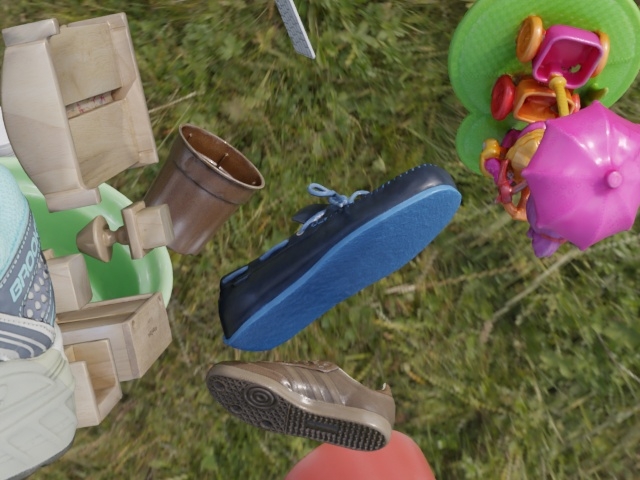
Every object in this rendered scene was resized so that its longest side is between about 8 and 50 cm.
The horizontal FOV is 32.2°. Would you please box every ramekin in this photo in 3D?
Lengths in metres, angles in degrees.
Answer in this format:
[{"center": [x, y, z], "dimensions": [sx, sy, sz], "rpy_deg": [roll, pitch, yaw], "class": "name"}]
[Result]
[{"center": [-0.342, 0.057, 1.312], "dimensions": [0.303, 0.303, 0.148], "rpy_deg": [26, 128, -7], "class": "ramekin"}]

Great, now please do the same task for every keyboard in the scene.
[{"center": [-0.066, -0.362, 1.479], "dimensions": [0.014, 0.072, 0.256], "rpy_deg": [-27, 115, -6], "class": "keyboard"}]

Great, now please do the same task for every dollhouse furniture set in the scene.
[{"center": [-0.249, -0.058, 0.859], "dimensions": [0.173, 0.303, 0.356], "rpy_deg": [-10, 101, 8], "class": "dollhouse furniture set"}]

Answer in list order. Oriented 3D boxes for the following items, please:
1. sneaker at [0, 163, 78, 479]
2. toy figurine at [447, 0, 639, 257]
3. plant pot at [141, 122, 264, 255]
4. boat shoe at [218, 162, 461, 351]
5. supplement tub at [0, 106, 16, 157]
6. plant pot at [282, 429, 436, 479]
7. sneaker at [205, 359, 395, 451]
[{"center": [-0.183, 0.037, 0.326], "dimensions": [0.110, 0.283, 0.122], "rpy_deg": [3, 102, 20], "class": "sneaker"}, {"center": [0.143, -0.054, 0.692], "dimensions": [0.130, 0.159, 0.173], "rpy_deg": [11, 134, -11], "class": "toy figurine"}, {"center": [-0.204, -0.074, 1.796], "dimensions": [0.167, 0.167, 0.165], "rpy_deg": [35, 105, -8], "class": "plant pot"}, {"center": [0.000, 0.000, 0.984], "dimensions": [0.258, 0.109, 0.089], "rpy_deg": [-32, 57, 16], "class": "boat shoe"}, {"center": [-0.458, -0.132, 1.574], "dimensions": [0.071, 0.107, 0.071], "rpy_deg": [5, 59, -8], "class": "supplement tub"}, {"center": [0.088, 0.458, 1.637], "dimensions": [0.274, 0.243, 0.275], "rpy_deg": [-13, 125, -20], "class": "plant pot"}, {"center": [-0.018, 0.150, 1.089], "dimensions": [0.188, 0.071, 0.066], "rpy_deg": [20, 132, -3], "class": "sneaker"}]
